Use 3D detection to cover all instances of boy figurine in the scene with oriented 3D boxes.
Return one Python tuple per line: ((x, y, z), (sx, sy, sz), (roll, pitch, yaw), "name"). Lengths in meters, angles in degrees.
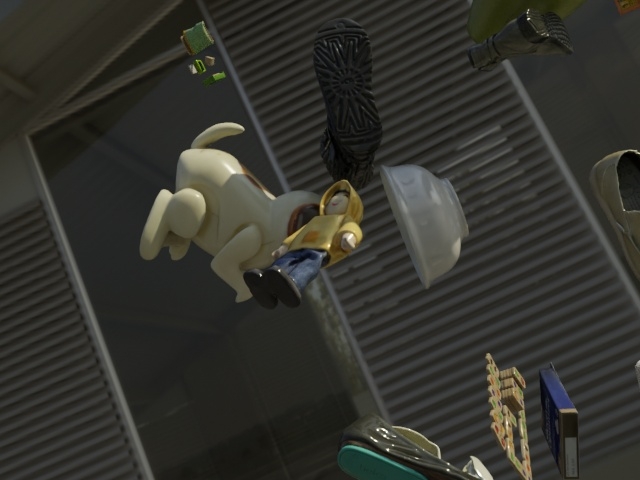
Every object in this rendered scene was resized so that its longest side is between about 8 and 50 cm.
((0.000, 0.000, 1.215), (0.177, 0.092, 0.285), (-7, 32, 46), "boy figurine")

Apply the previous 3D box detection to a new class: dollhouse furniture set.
((-0.301, -0.463, 1.787), (0.076, 0.152, 0.058), (-22, 11, 30), "dollhouse furniture set")

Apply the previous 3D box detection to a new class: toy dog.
((-0.155, -0.046, 1.699), (0.407, 0.396, 0.284), (17, -8, 7), "toy dog")

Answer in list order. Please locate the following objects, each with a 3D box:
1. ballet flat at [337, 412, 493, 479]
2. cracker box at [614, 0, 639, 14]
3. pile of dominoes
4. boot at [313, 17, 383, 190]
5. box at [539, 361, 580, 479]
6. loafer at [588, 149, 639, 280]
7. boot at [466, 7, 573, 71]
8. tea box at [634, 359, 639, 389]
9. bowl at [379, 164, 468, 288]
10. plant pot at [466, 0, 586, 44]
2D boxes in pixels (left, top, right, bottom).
((0.156, 0.304, 0.907), (0.096, 0.280, 0.095), (-45, -18, -52), "ballet flat")
((0.536, -0.540, 1.278), (0.067, 0.232, 0.156), (-16, -46, 34), "cracker box")
((0.435, 0.393, 1.601), (0.040, 0.196, 0.251), (-24, 31, 25), "pile of dominoes")
((0.056, -0.309, 1.673), (0.131, 0.348, 0.260), (-6, -13, -2), "boot")
((0.457, 0.341, 1.383), (0.036, 0.137, 0.225), (-5, 14, 8), "box")
((0.488, -0.022, 1.047), (0.101, 0.269, 0.092), (-28, -23, -1), "loafer")
((0.418, -0.410, 1.502), (0.161, 0.084, 0.246), (-24, -13, 40), "boot")
((0.933, 0.314, 1.535), (0.323, 0.220, 0.329), (-31, 23, -21), "tea box")
((0.242, -0.052, 1.593), (0.134, 0.298, 0.298), (-21, -13, 3), "bowl")
((0.467, -0.573, 1.623), (0.274, 0.275, 0.294), (-14, -29, -39), "plant pot")
